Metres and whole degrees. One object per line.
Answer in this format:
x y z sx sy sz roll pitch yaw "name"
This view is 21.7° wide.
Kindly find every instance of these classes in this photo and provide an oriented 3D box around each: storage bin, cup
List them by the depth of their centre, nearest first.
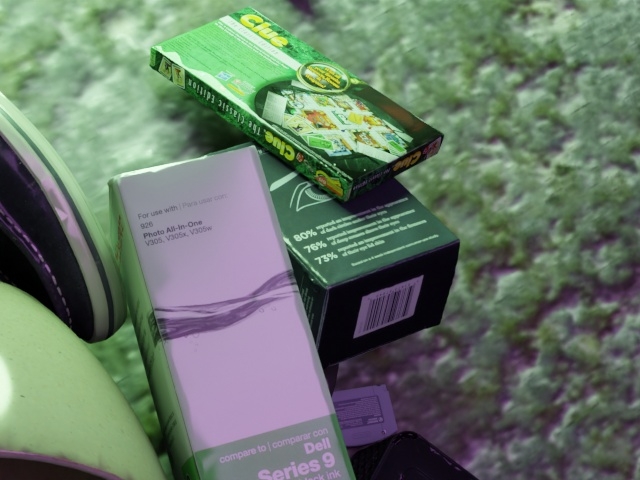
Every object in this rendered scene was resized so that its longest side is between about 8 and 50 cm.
-0.277 0.169 1.271 0.331 0.331 0.237 11 42 -24 "cup"
0.064 0.279 1.515 0.122 0.084 0.180 38 60 -11 "storage bin"

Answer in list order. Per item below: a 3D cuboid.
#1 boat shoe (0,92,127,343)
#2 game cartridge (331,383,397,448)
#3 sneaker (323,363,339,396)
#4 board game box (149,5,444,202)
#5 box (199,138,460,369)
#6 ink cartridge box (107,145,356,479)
-0.357 -0.090 1.378 0.500 0.187 0.156 47 66 -2 "boat shoe"
0.031 0.168 1.579 0.083 0.017 0.056 -5 71 -29 "game cartridge"
-0.077 0.190 1.472 0.145 0.090 0.270 21 60 -19 "sneaker"
-0.025 -0.133 1.565 0.260 0.030 0.136 36 47 28 "board game box"
0.000 0.000 1.517 0.153 0.108 0.207 -18 47 -31 "box"
-0.077 0.093 1.336 0.122 0.211 0.289 -14 79 -11 "ink cartridge box"
